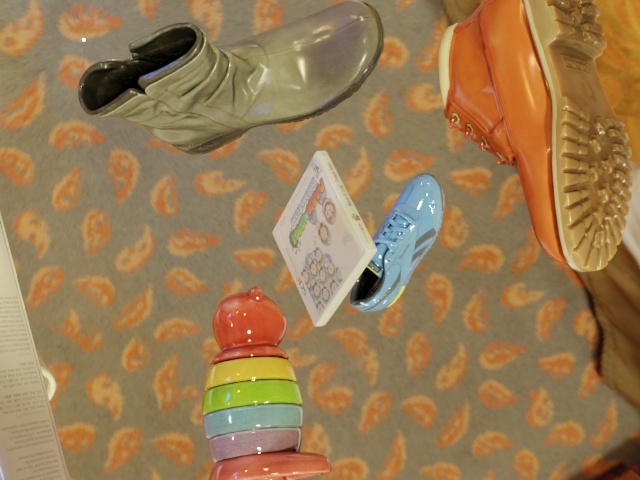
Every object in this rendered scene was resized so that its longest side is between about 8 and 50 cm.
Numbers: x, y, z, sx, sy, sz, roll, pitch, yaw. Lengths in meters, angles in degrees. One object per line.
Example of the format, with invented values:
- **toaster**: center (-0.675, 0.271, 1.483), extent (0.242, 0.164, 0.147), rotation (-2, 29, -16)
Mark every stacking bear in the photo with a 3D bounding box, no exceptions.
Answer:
- **stacking bear**: center (-0.100, 0.218, 1.320), extent (0.164, 0.175, 0.289), rotation (5, 68, -30)

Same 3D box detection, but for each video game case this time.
- **video game case**: center (0.000, 0.000, 1.012), extent (0.019, 0.143, 0.157), rotation (-7, 147, -31)

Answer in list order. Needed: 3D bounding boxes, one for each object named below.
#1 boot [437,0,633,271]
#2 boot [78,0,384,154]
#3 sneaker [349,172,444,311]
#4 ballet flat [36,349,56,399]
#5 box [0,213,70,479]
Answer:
- **boot**: center (0.103, -0.055, 0.439), extent (0.059, 0.084, 0.158), rotation (11, 67, -42)
- **boot**: center (-0.073, -0.149, 0.756), extent (0.246, 0.161, 0.083), rotation (-24, 76, 17)
- **sneaker**: center (0.102, 0.006, 1.187), extent (0.082, 0.069, 0.209), rotation (3, 116, -60)
- **ballet flat**: center (-0.506, 0.211, 1.111), extent (0.400, 0.139, 0.139), rotation (-15, 112, -56)
- **box**: center (-0.300, 0.123, 0.652), extent (0.232, 0.058, 0.322), rotation (-26, 74, 30)
